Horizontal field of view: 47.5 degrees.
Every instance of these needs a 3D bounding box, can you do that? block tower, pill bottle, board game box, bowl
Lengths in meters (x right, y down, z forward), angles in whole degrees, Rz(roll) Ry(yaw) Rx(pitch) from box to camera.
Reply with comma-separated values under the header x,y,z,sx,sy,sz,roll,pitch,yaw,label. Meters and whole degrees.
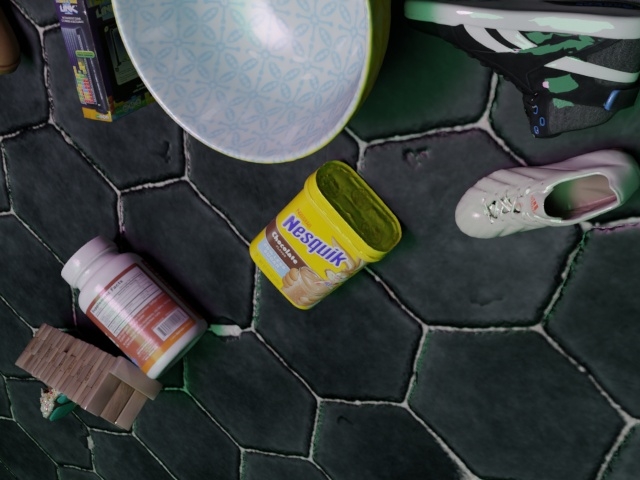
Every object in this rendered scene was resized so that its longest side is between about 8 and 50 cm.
x,y,z,sx,sy,sz,roll,pitch,yaw,label
-0.401,0.223,1.222,0.336,0.097,0.091,5,149,48,block tower
-0.287,0.098,1.114,0.216,0.121,0.121,44,134,3,pill bottle
-0.202,-0.228,0.808,0.048,0.170,0.141,12,124,31,board game box
-0.043,-0.236,0.701,0.290,0.156,0.289,18,127,25,bowl

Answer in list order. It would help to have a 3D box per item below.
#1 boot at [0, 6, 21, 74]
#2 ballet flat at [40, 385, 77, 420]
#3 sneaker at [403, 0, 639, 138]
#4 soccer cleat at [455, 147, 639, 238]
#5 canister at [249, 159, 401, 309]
x,y,z,sx,sy,sz,roll,pitch,yaw,label
-0.434,-0.376,0.931,0.270,0.089,0.236,-33,98,42,boot
-0.491,0.280,1.407,0.241,0.091,0.077,-38,71,40,ballet flat
0.174,-0.154,0.655,0.217,0.079,0.121,15,124,25,sneaker
0.209,-0.040,0.709,0.196,0.076,0.068,-18,107,41,soccer cleat
0.000,0.000,0.884,0.126,0.073,0.170,48,135,0,canister
